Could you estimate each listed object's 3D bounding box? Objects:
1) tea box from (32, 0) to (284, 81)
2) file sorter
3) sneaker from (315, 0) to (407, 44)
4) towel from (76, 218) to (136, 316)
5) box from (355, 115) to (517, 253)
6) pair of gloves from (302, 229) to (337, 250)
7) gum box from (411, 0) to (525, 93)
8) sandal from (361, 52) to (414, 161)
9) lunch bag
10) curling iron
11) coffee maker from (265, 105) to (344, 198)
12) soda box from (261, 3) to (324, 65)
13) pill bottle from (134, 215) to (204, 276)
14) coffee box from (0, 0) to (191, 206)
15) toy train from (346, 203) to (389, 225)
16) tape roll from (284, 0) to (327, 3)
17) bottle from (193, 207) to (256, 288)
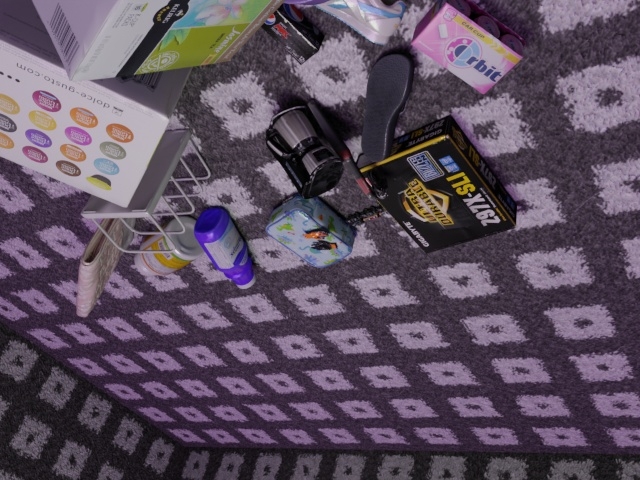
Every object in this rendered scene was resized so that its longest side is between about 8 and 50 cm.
[{"bbox_3d":[-0.274,-0.455,0.953,0.220,0.323,0.329,-29,86,47],"label":"tea box"},{"bbox_3d":[-0.424,-0.120,1.576,0.193,0.278,0.173,-1,141,22],"label":"file sorter"},{"bbox_3d":[0.048,-0.456,1.137,0.228,0.087,0.092,27,123,-12],"label":"sneaker"},{"bbox_3d":[-0.616,0.029,1.805,0.053,0.317,0.332,23,143,-7],"label":"towel"},{"bbox_3d":[0.274,-0.118,1.468,0.257,0.079,0.322,-20,129,36],"label":"box"},{"bbox_3d":[0.000,0.000,1.630,0.074,0.010,0.083,-5,142,25],"label":"pair of gloves"},{"bbox_3d":[0.279,-0.367,1.161,0.188,0.062,0.107,29,141,-15],"label":"gum box"},{"bbox_3d":[0.141,-0.285,1.318,0.097,0.054,0.254,41,140,24],"label":"sandal"},{"bbox_3d":[-0.028,-0.025,1.691,0.219,0.090,0.176,36,137,-23],"label":"lunch bag"},{"bbox_3d":[0.057,-0.200,1.391,0.274,0.068,0.035,51,132,2],"label":"curling iron"},{"bbox_3d":[-0.034,-0.189,1.412,0.120,0.178,0.171,-32,160,-4],"label":"coffee maker"},{"bbox_3d":[-0.073,-0.431,1.227,0.169,0.053,0.060,38,138,-26],"label":"soda box"},{"bbox_3d":[-0.463,0.028,1.890,0.136,0.136,0.245,39,138,-25],"label":"pill bottle"},{"bbox_3d":[-0.454,-0.333,1.244,0.337,0.338,0.334,24,144,-19],"label":"coffee box"},{"bbox_3d":[0.134,-0.068,1.625,0.158,0.027,0.036,-20,133,39],"label":"toy train"},{"bbox_3d":[-0.030,-0.494,1.040,0.189,0.080,0.189,7,110,20],"label":"tape roll"},{"bbox_3d":[-0.272,0.034,1.837,0.092,0.118,0.283,-1,138,22],"label":"bottle"}]
